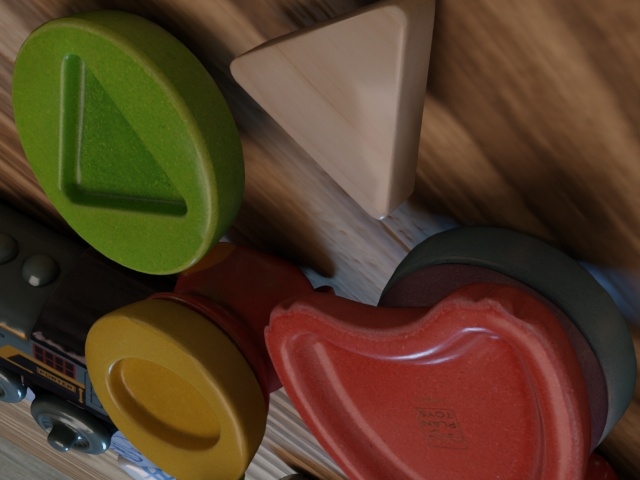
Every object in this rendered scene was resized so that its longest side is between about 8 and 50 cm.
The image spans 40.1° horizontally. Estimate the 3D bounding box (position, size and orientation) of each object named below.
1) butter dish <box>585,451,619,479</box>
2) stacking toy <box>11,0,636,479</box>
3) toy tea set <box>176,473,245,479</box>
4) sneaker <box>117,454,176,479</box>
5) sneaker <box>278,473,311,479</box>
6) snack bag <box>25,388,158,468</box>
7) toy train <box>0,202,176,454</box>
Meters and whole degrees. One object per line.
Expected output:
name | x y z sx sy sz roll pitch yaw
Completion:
butter dish | 0.132 0.182 0.592 0.160 0.160 0.118 6 124 38
stacking toy | 0.000 0.000 0.450 0.309 0.130 0.279 4 121 37
toy tea set | 0.031 0.199 0.534 0.336 0.124 0.200 16 149 30
sneaker | -0.281 0.464 1.615 0.237 0.086 0.085 41 154 -24
sneaker | 0.075 0.396 1.071 0.178 0.124 0.295 -34 92 34
snack bag | -0.347 0.268 1.359 0.342 0.037 0.323 37 153 -21
toy train | -0.256 0.052 0.738 0.334 0.142 0.190 28 144 4
